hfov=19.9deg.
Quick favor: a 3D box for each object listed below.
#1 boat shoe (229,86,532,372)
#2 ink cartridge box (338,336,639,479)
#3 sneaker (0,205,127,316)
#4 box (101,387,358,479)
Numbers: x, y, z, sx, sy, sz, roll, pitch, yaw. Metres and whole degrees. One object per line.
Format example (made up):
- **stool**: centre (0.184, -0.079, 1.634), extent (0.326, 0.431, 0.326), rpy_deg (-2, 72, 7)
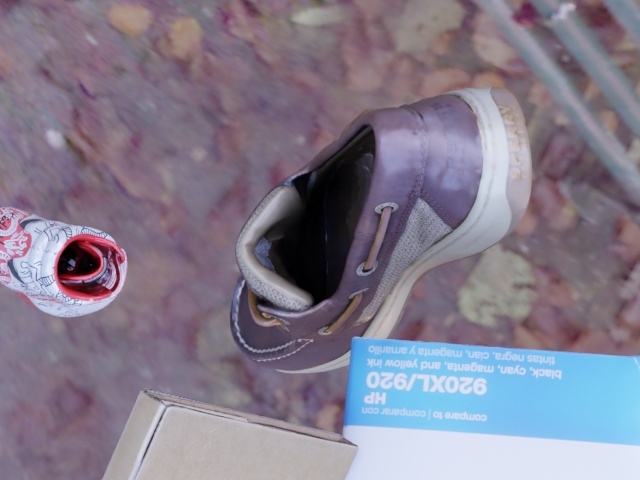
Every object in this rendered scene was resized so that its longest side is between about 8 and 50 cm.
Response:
- **boat shoe**: centre (0.000, 0.000, 1.158), extent (0.123, 0.342, 0.123), rpy_deg (-2, 72, -27)
- **ink cartridge box**: centre (0.095, 0.191, 1.030), extent (0.168, 0.171, 0.233), rpy_deg (4, 73, 9)
- **sneaker**: centre (-0.250, 0.037, 1.909), extent (0.270, 0.145, 0.090), rpy_deg (33, 75, -59)
- **box**: centre (-0.071, 0.180, 0.915), extent (0.164, 0.021, 0.201), rpy_deg (20, 94, -53)
